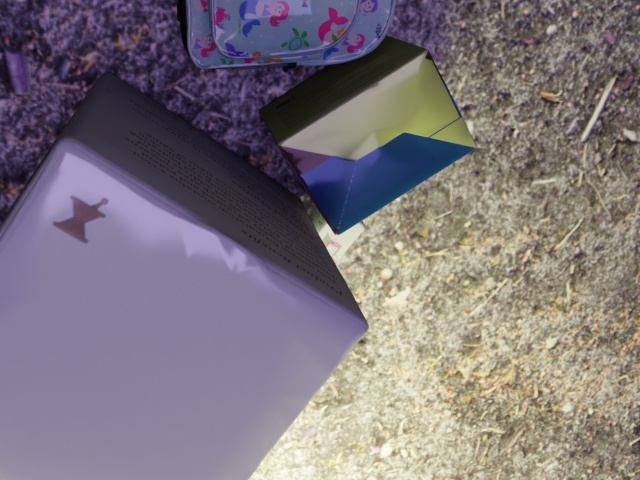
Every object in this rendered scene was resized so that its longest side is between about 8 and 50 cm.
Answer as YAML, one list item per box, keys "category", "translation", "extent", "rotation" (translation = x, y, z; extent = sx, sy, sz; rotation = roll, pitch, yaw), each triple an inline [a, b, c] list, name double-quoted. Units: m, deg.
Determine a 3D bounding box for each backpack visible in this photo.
- category: "backpack"
  translation: [-0.034, -0.310, 0.831]
  extent: [0.253, 0.191, 0.225]
  rotation: [-5, 111, -16]

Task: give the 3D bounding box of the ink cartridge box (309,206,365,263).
- category: "ink cartridge box"
  translation: [0.000, 0.000, 1.003]
  extent: [0.052, 0.088, 0.122]
  rotation: [37, 99, -19]

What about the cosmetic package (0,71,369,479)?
- category: "cosmetic package"
  translation: [-0.205, 0.055, 0.816]
  extent: [0.329, 0.394, 0.327]
  rotation: [34, 101, -21]

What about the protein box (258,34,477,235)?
- category: "protein box"
  translation: [0.049, -0.141, 0.897]
  extent: [0.199, 0.201, 0.136]
  rotation: [-32, 114, 2]
